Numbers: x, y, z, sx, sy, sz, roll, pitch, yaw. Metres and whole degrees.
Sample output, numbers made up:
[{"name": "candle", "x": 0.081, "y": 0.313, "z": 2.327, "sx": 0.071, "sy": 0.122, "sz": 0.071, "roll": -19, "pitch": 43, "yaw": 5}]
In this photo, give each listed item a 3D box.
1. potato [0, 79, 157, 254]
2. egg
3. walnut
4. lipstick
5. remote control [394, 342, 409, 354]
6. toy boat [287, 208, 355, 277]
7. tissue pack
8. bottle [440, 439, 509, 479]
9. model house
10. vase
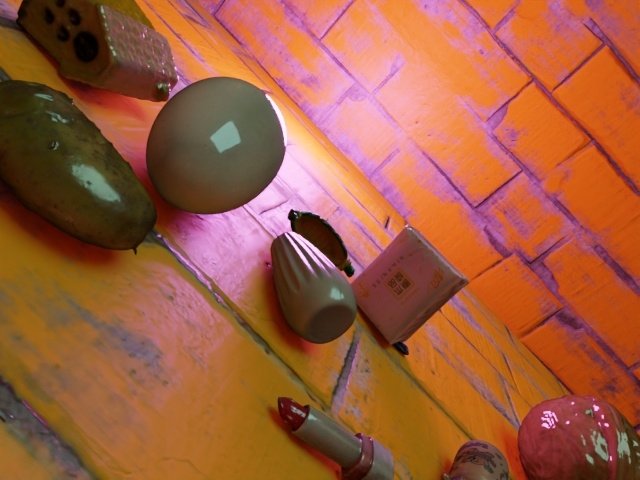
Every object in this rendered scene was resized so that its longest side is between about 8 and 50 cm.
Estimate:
[{"name": "potato", "x": -0.305, "y": -0.082, "z": 0.518, "sx": 0.251, "sy": 0.113, "sz": 0.149, "roll": 53, "pitch": 10, "yaw": -8}, {"name": "egg", "x": -0.183, "y": -0.173, "z": 0.778, "sx": 0.230, "sy": 0.230, "sz": 0.371, "roll": 42, "pitch": 25, "yaw": -14}, {"name": "walnut", "x": 0.660, "y": 0.550, "z": 1.066, "sx": 0.333, "sy": 0.333, "sz": 0.332, "roll": 41, "pitch": 19, "yaw": -18}, {"name": "lipstick", "x": 0.012, "y": 0.269, "z": 0.578, "sx": 0.186, "sy": 0.057, "sz": 0.063, "roll": 38, "pitch": 20, "yaw": -10}, {"name": "remote control", "x": 0.180, "y": 0.246, "z": 1.051, "sx": 0.096, "sy": 0.014, "sz": 0.039, "roll": 43, "pitch": 18, "yaw": -7}, {"name": "toy boat", "x": 0.000, "y": 0.000, "z": 1.041, "sx": 0.229, "sy": 0.089, "sz": 0.088, "roll": 44, "pitch": 4, "yaw": -20}, {"name": "tissue pack", "x": 0.206, "y": 0.107, "z": 1.033, "sx": 0.185, "sy": 0.225, "sz": 0.124, "roll": 49, "pitch": 15, "yaw": 27}, {"name": "bottle", "x": 0.262, "y": 0.423, "z": 0.732, "sx": 0.110, "sy": 0.097, "sz": 0.209, "roll": 56, "pitch": 20, "yaw": 18}, {"name": "model house", "x": -0.395, "y": -0.376, "z": 0.814, "sx": 0.234, "sy": 0.175, "sz": 0.193, "roll": 46, "pitch": 18, "yaw": 6}, {"name": "vase", "x": -0.028, "y": 0.071, "z": 0.792, "sx": 0.128, "sy": 0.128, "sz": 0.248, "roll": 32, "pitch": 15, "yaw": -38}]
